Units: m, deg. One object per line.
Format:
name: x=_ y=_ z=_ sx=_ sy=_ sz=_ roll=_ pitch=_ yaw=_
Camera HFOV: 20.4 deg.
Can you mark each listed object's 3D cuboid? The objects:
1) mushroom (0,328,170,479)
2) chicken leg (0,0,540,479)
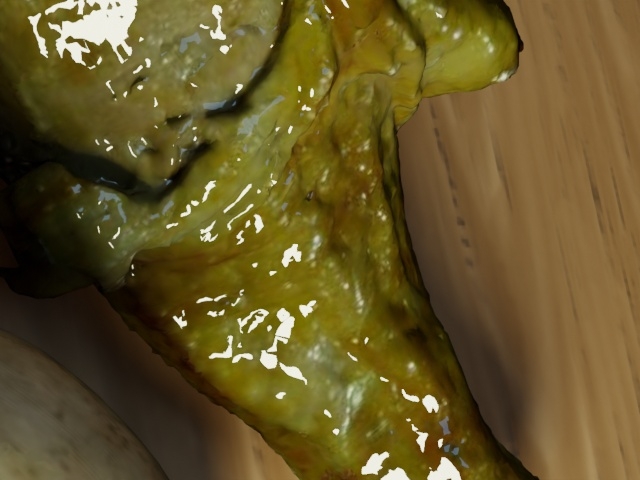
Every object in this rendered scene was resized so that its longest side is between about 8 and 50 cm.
mushroom: x=-0.138 y=0.133 z=0.467 sx=0.255 sy=0.184 sz=0.254 roll=16 pitch=61 yaw=-31
chicken leg: x=0.001 y=-0.015 z=0.645 sx=0.211 sy=0.140 sz=0.361 roll=-44 pitch=115 yaw=-11
